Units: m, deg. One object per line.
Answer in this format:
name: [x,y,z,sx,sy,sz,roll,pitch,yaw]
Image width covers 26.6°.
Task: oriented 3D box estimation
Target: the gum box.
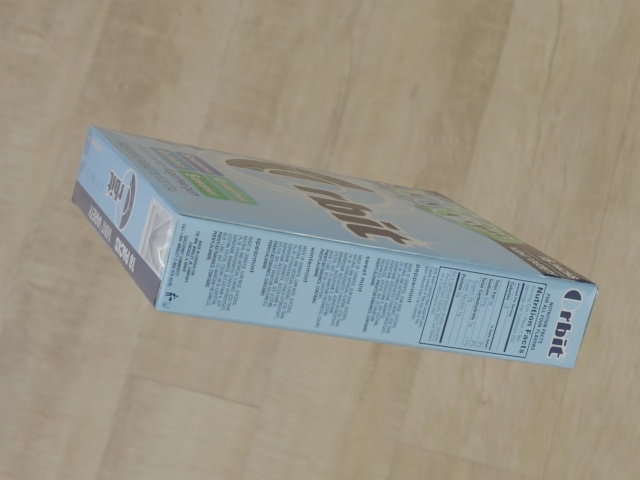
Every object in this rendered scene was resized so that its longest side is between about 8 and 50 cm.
gum box: [0.000,0.000,0.587,0.184,0.157,0.041,10,102,-24]
